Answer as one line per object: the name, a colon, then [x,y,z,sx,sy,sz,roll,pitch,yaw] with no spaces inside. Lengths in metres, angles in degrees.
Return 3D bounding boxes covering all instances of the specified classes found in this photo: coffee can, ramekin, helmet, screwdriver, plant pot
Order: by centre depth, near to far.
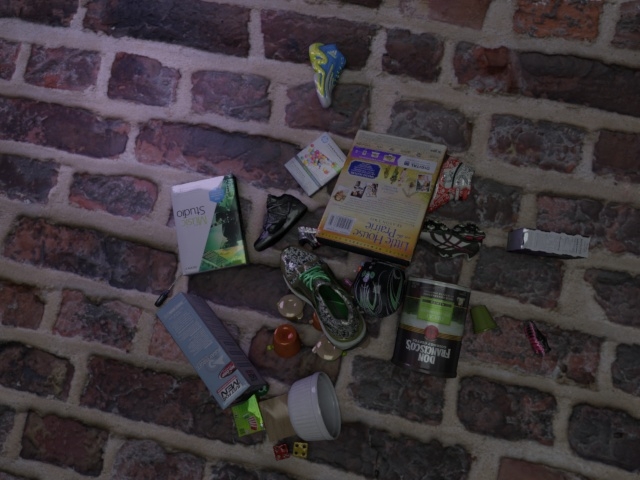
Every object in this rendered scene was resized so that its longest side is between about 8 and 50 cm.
helmet: [0.180,0.156,1.509,0.169,0.169,0.161,14,79,7]
coffee can: [0.344,0.264,1.512,0.201,0.201,0.275,11,85,7]
ramekin: [-0.022,0.527,1.531,0.109,0.207,0.207,-17,83,14]
plant pot: [0.518,0.252,1.562,0.083,0.083,0.079,-18,70,4]
screwdriver: [-0.524,0.165,1.707,0.170,0.024,0.025,-50,52,-2]

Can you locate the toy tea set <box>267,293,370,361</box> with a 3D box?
toy tea set: [-0.007,0.316,1.610,0.336,0.124,0.200,15,57,11]

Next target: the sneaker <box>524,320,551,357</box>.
sneaker: [0.698,0.309,1.554,0.057,0.047,0.119,-20,84,-15]

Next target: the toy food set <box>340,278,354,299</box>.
toy food set: [0.079,0.169,1.641,0.122,0.019,0.078,-14,83,6]

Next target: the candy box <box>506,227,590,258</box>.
candy box: [0.704,0.012,1.514,0.196,0.165,0.070,8,87,6]

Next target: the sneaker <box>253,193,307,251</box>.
sneaker: [-0.165,-0.071,1.659,0.130,0.087,0.227,42,87,10]

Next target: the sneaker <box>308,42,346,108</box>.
sneaker: [0.037,-0.581,1.681,0.126,0.091,0.240,-12,83,4]

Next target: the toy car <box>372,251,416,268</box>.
toy car: [0.213,0.033,1.592,0.182,0.159,0.136,25,124,8]

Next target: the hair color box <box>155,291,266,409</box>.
hair color box: [-0.348,0.349,1.561,0.113,0.185,0.374,-41,73,-2]

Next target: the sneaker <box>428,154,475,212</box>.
sneaker: [0.403,-0.145,1.600,0.145,0.090,0.270,28,86,10]

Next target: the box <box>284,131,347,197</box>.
box: [-0.009,-0.261,1.682,0.186,0.038,0.145,-38,82,1]

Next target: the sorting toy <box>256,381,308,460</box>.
sorting toy: [-0.118,0.587,1.610,0.132,0.046,0.274,-19,83,4]

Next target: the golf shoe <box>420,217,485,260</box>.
golf shoe: [0.389,0.000,1.558,0.273,0.105,0.120,8,112,-7]

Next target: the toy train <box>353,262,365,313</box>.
toy train: [0.167,0.160,1.616,0.125,0.046,0.166,3,82,0]

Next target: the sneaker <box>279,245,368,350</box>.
sneaker: [0.006,0.144,1.534,0.158,0.182,0.410,-33,62,-15]

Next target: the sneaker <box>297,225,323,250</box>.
sneaker: [0.000,0.000,1.645,0.170,0.063,0.075,9,85,12]

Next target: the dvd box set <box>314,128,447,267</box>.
dvd box set: [0.197,-0.146,1.536,0.307,0.062,0.420,14,68,18]

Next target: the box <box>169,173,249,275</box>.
box: [-0.387,-0.053,1.694,0.232,0.058,0.322,-11,84,5]

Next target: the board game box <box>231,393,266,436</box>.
board game box: [-0.249,0.550,1.629,0.092,0.043,0.181,-18,83,4]
